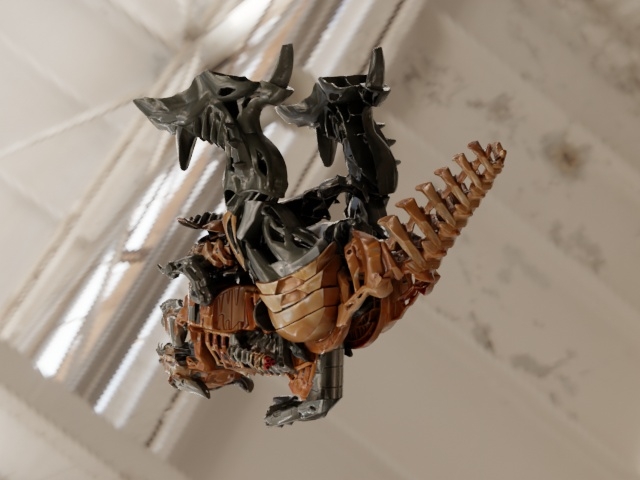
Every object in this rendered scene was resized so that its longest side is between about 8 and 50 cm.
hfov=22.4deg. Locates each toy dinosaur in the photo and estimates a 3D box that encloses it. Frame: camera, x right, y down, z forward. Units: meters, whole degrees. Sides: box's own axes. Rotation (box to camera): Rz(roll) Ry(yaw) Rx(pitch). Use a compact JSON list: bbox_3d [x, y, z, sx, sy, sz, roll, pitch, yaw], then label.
[{"bbox_3d":[0.000,0.000,1.031,0.164,0.322,0.218,9,-115,-60],"label":"toy dinosaur"}]
